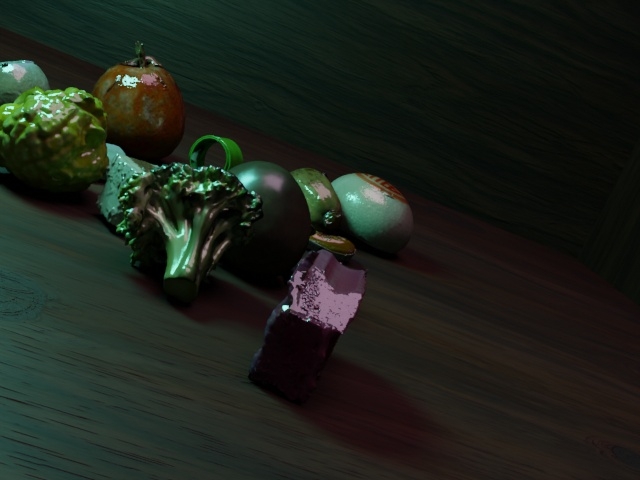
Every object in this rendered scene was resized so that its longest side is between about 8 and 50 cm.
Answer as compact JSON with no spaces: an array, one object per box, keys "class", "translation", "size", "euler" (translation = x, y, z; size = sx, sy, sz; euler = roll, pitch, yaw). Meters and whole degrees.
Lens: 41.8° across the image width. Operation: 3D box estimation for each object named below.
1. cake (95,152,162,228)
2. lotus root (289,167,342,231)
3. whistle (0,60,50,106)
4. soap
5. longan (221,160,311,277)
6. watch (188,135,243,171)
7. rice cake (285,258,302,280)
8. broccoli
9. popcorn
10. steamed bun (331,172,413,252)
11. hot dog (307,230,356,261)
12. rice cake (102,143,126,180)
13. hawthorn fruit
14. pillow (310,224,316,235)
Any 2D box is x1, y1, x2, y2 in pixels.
[{"class":"cake","translation":[-0.342,-0.081,1.634],"size":[0.147,0.135,0.134],"euler":[18,12,-43]},{"class":"lotus root","translation":[-0.030,-0.117,2.295],"size":[0.257,0.154,0.140],"euler":[42,-11,43]},{"class":"whistle","translation":[-0.770,-0.330,1.939],"size":[0.348,0.189,0.189],"euler":[4,10,10]},{"class":"soap","translation":[-0.009,0.117,1.318],"size":[0.112,0.182,0.289],"euler":[28,13,3]},{"class":"longan","translation":[-0.131,-0.044,1.707],"size":[0.215,0.246,0.246],"euler":[6,17,-16]},{"class":"watch","translation":[-0.263,-0.191,2.206],"size":[0.165,0.152,0.131],"euler":[28,10,25]},{"class":"rice cake","translation":[-0.063,0.045,1.820],"size":[0.042,0.045,0.245],"euler":[30,8,-21]},{"class":"broccoli","translation":[-0.222,-0.013,1.439],"size":[0.263,0.247,0.243],"euler":[61,21,-44]},{"class":"popcorn","translation":[-0.542,-0.200,1.645],"size":[0.252,0.206,0.237],"euler":[1,36,-16]},{"class":"steamed bun","translation":[0.145,-0.092,2.407],"size":[0.283,0.177,0.283],"euler":[29,8,-4]},{"class":"hot dog","translation":[0.000,0.000,2.107],"size":[0.191,0.059,0.108],"euler":[19,9,-12]},{"class":"rice cake","translation":[-0.509,-0.183,1.910],"size":[0.124,0.038,0.211],"euler":[52,24,20]},{"class":"hawthorn fruit","translation":[-0.485,-0.372,2.227],"size":[0.276,0.307,0.276],"euler":[12,24,-6]},{"class":"pillow","translation":[-0.114,-0.066,1.868],"size":[0.217,0.033,0.130],"euler":[35,-25,-17]}]
